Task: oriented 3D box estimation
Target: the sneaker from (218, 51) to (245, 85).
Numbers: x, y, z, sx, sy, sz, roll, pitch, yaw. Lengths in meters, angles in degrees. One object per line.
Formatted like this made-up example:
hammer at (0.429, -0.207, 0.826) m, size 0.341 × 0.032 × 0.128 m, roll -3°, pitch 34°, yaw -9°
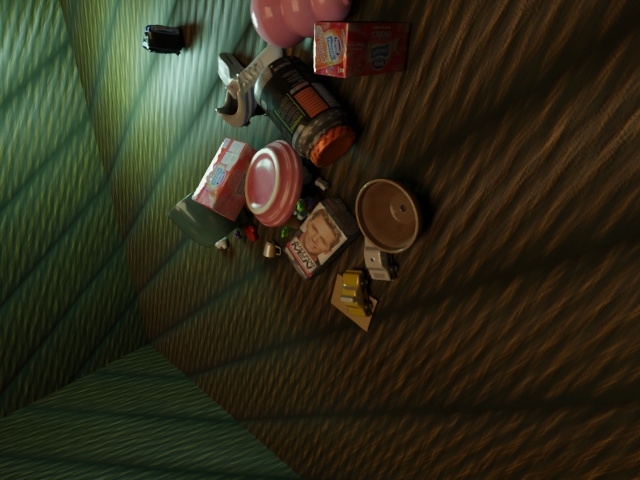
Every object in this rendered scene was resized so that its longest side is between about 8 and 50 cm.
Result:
sneaker at (-0.335, -0.637, 1.676) m, size 0.258 × 0.094 × 0.091 m, roll 61°, pitch 152°, yaw 30°

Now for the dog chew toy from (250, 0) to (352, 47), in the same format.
dog chew toy at (-0.051, -0.701, 1.269) m, size 0.332 × 0.206 × 0.206 m, roll 9°, pitch 116°, yaw 36°

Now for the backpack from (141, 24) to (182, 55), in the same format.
backpack at (-0.728, -0.908, 1.923) m, size 0.173 × 0.158 × 0.117 m, roll 30°, pitch 122°, yaw 49°

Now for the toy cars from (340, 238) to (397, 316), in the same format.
toy cars at (0.158, 0.134, 1.525) m, size 0.176 × 0.087 × 0.393 m, roll 43°, pitch 131°, yaw 23°

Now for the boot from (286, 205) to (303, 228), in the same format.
boot at (-0.184, -0.126, 1.775) m, size 0.305 × 0.112 × 0.115 m, roll 26°, pitch 151°, yaw 44°

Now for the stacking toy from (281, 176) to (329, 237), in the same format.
stacking toy at (-0.055, -0.117, 1.551) m, size 0.052 × 0.221 × 0.167 m, roll 34°, pitch 133°, yaw 1°

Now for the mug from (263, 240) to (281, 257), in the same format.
mug at (-0.220, 0.036, 1.932) m, size 0.062 × 0.078 × 0.064 m, roll -122°, pitch 36°, yaw -63°

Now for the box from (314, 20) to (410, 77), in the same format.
box at (0.113, -0.515, 1.132) m, size 0.122 × 0.257 × 0.128 m, roll 27°, pitch 127°, yaw 38°

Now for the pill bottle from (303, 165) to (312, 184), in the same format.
pill bottle at (-0.088, -0.264, 1.622) m, size 0.116 × 0.065 × 0.065 m, roll 39°, pitch 134°, yaw 26°

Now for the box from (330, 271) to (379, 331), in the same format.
box at (0.131, 0.242, 1.678) m, size 0.201 × 0.021 × 0.164 m, roll 36°, pitch 132°, yaw 31°

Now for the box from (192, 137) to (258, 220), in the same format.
box at (-0.372, -0.253, 1.754) m, size 0.154 × 0.142 × 0.300 m, roll 23°, pitch 83°, yaw 38°

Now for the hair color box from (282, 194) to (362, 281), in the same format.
hair color box at (0.000, 0.000, 1.632) m, size 0.174 × 0.105 × 0.347 m, roll 54°, pitch 138°, yaw 12°

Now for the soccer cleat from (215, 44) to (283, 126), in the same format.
soccer cleat at (-0.252, -0.558, 1.511) m, size 0.116 × 0.143 × 0.331 m, roll 41°, pitch 106°, yaw 30°

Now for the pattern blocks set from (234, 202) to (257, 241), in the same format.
pattern blocks set at (-0.415, -0.161, 2.054) m, size 0.285 × 0.026 × 0.325 m, roll 8°, pitch 115°, yaw 45°

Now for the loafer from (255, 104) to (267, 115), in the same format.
loafer at (-0.249, -0.534, 1.640) m, size 0.251 × 0.087 × 0.094 m, roll 22°, pitch 124°, yaw 38°

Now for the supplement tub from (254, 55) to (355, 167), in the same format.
supplement tub at (-0.049, -0.418, 1.394) m, size 0.338 × 0.207 × 0.207 m, roll 54°, pitch 139°, yaw 14°

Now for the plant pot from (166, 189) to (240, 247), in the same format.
plant pot at (-0.514, -0.109, 1.959) m, size 0.235 × 0.293 × 0.293 m, roll 53°, pitch 140°, yaw -8°

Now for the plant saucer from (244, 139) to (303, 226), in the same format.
plant saucer at (-0.192, -0.219, 1.604) m, size 0.332 × 0.084 × 0.332 m, roll -8°, pitch 80°, yaw 50°

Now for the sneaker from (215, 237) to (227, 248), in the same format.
sneaker at (-0.550, 0.016, 2.268) m, size 0.152 × 0.054 × 0.061 m, roll 5°, pitch 115°, yaw 45°

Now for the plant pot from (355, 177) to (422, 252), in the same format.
plant pot at (0.233, -0.088, 1.334) m, size 0.237 × 0.110 × 0.237 m, roll 22°, pitch 123°, yaw 38°
